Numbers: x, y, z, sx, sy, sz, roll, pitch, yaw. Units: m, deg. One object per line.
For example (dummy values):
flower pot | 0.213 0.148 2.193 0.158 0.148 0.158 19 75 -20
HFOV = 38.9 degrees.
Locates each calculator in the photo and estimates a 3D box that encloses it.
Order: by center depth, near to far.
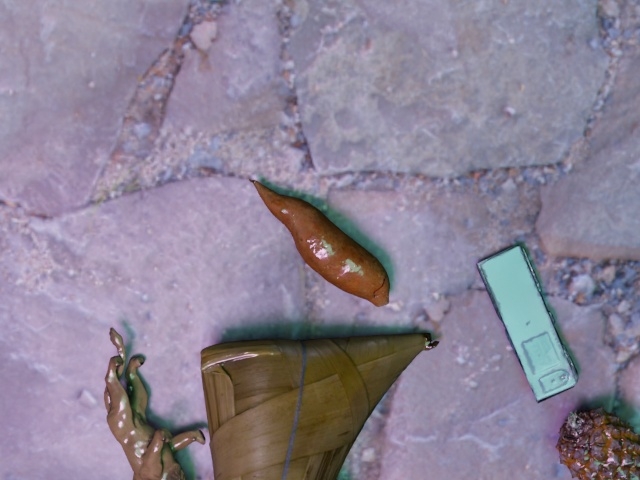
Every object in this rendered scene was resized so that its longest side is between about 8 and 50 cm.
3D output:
calculator | 0.226 0.090 0.979 0.057 0.018 0.172 -26 99 -3

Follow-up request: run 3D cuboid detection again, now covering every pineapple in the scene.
pineapple | 0.344 0.254 0.979 0.221 0.083 0.103 41 93 -11

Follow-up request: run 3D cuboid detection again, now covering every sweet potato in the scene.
sweet potato | 0.000 0.000 0.931 0.195 0.056 0.056 44 91 -5

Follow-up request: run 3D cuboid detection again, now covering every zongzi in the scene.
zongzi | 0.013 0.203 0.906 0.256 0.115 0.228 -3 65 -15

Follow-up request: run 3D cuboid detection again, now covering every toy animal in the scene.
toy animal | -0.174 0.191 0.929 0.086 0.069 0.220 -14 97 16
